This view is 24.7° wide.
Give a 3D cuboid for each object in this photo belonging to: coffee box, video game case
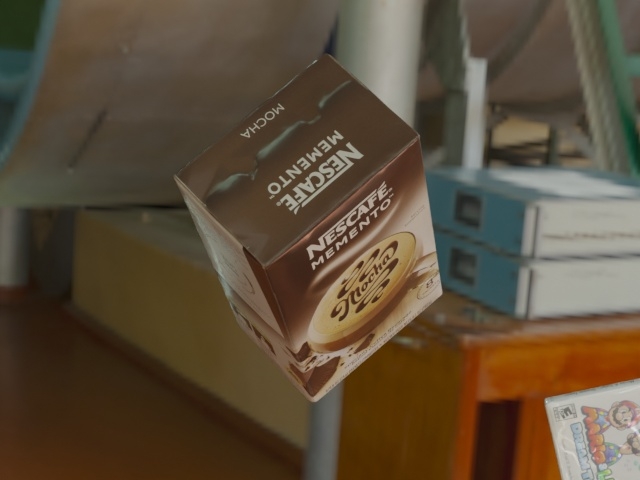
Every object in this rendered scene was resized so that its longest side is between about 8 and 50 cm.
[{"bbox_3d":[0.000,0.000,1.263,0.119,0.168,0.297,45,-13,25],"label":"coffee box"},{"bbox_3d":[0.290,0.203,1.331,0.143,0.157,0.019,-13,13,7],"label":"video game case"}]
